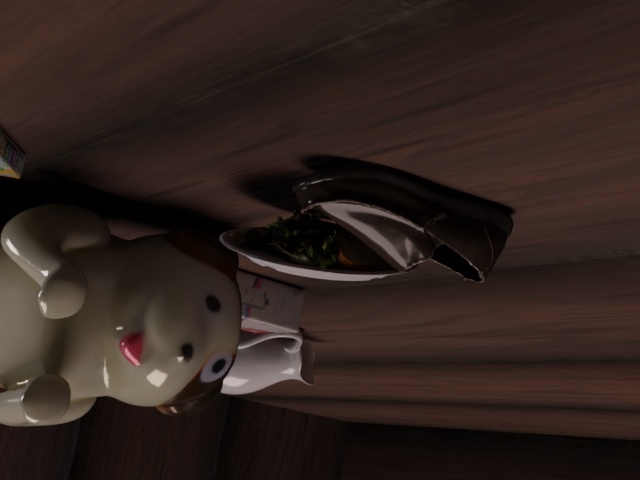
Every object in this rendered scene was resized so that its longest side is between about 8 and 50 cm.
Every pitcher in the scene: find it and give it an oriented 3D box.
[{"bbox_3d":[-0.123,0.207,2.109,0.207,0.125,0.177,-3,145,7],"label":"pitcher"}]

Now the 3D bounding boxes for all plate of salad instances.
[{"bbox_3d":[0.000,0.000,1.136,0.200,0.048,0.200,7,-169,-1],"label":"plate of salad"}]

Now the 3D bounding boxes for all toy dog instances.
[{"bbox_3d":[-0.295,0.090,1.347,0.408,0.284,0.395,9,180,5],"label":"toy dog"}]

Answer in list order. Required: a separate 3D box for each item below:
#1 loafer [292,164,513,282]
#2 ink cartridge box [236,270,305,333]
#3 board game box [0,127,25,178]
[{"bbox_3d":[0.078,-0.012,1.051,0.220,0.078,0.080,14,167,-18],"label":"loafer"},{"bbox_3d":[-0.137,0.081,1.638,0.198,0.067,0.115,19,164,-33],"label":"ink cartridge box"},{"bbox_3d":[-0.381,-0.099,1.128,0.154,0.026,0.103,9,167,4],"label":"board game box"}]
